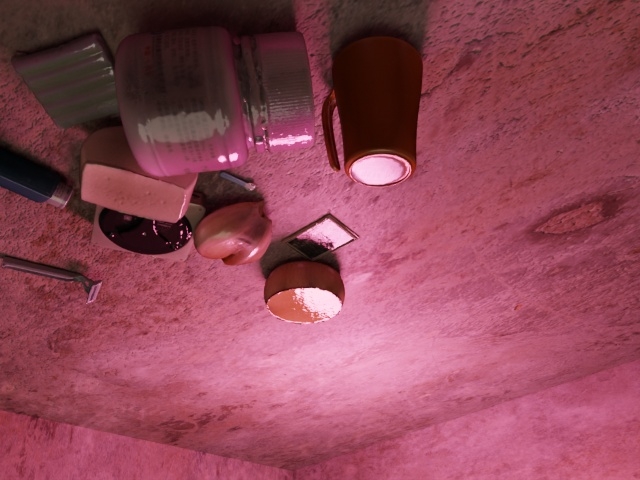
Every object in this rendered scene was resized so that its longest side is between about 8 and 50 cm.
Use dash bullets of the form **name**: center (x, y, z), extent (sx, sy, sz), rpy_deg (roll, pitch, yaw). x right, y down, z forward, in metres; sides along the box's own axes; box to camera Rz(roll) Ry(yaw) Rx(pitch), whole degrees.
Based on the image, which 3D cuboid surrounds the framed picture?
- **framed picture**: center (0.000, 0.000, 1.470), extent (0.183, 0.011, 0.142), rpy_deg (-27, 135, 29)

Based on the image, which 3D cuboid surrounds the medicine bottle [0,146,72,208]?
- **medicine bottle**: center (-0.708, -0.163, 1.178), extent (0.124, 0.079, 0.258), rpy_deg (-31, 134, 31)

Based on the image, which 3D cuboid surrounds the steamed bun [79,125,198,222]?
- **steamed bun**: center (-0.400, -0.157, 1.131), extent (0.241, 0.164, 0.146), rpy_deg (15, 137, -18)

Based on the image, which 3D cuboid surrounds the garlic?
- **garlic**: center (-0.224, -0.006, 1.358), extent (0.217, 0.110, 0.228), rpy_deg (8, 137, -34)

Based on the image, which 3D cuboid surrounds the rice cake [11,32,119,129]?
- **rice cake**: center (-0.494, -0.316, 1.027), extent (0.198, 0.037, 0.189), rpy_deg (-7, 142, 7)

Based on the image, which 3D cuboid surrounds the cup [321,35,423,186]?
- **cup**: center (0.094, -0.239, 0.987), extent (0.226, 0.264, 0.182), rpy_deg (-19, 148, 38)

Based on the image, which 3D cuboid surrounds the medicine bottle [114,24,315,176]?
- **medicine bottle**: center (-0.183, -0.261, 0.937), extent (0.324, 0.256, 0.256), rpy_deg (-9, 142, -4)

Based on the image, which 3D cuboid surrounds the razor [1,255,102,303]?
- **razor**: center (-0.814, 0.104, 1.545), extent (0.277, 0.056, 0.111), rpy_deg (23, 134, -18)

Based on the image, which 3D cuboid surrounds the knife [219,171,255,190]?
- **knife**: center (-0.208, -0.150, 1.272), extent (0.096, 0.010, 0.027), rpy_deg (23, 136, -25)

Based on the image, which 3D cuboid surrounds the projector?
- **projector**: center (-0.455, -0.047, 1.335), extent (0.257, 0.079, 0.259), rpy_deg (12, 139, -21)

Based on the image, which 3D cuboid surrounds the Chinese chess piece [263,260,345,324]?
- **Chinese chess piece**: center (-0.051, 0.167, 1.598), extent (0.257, 0.104, 0.257), rpy_deg (-1, 145, -1)
